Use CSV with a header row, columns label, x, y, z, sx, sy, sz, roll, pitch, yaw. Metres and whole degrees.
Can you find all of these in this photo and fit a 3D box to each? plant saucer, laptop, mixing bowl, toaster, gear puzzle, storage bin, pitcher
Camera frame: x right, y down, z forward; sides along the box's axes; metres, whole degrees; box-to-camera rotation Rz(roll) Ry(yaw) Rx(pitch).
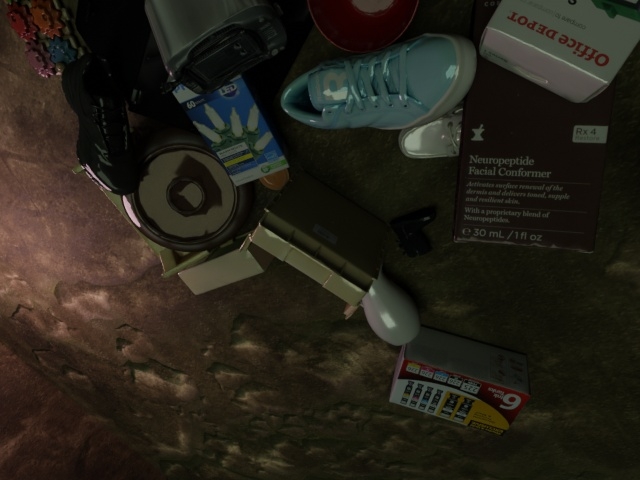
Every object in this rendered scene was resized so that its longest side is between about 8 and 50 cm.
label,x,y,z,sx,sy,sz,roll,pitch,yaw
plant saucer,-0.113,-0.157,1.005,0.083,0.013,0.084,11,128,14
laptop,-0.267,-0.452,0.849,0.407,0.236,0.382,15,135,-27
mixing bowl,0.077,-0.411,0.692,0.181,0.098,0.182,10,127,14
toaster,-0.175,-0.341,0.672,0.227,0.129,0.147,-26,82,13
gear puzzle,-0.642,-0.528,0.916,0.175,0.044,0.339,4,126,22
storage bin,0.000,0.000,0.920,0.262,0.260,0.123,33,125,-4
plant saucer,-0.313,-0.110,0.998,0.310,0.050,0.311,-4,110,-10
pitcher,0.147,0.161,1.081,0.207,0.125,0.177,56,146,-8

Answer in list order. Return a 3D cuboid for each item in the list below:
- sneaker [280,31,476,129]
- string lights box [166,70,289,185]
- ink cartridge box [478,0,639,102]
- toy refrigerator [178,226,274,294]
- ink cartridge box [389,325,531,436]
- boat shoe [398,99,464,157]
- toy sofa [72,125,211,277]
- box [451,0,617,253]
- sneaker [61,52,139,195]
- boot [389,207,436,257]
label,x,y,z,sx,sy,sz,roll,pitch,yaw
sneaker,0.064,-0.238,0.690,0.366,0.150,0.135,3,105,54
string lights box,-0.175,-0.245,0.859,0.133,0.077,0.260,-18,136,11
ink cartridge box,0.320,-0.304,0.506,0.160,0.092,0.219,31,102,11
toy refrigerator,-0.257,0.055,1.159,0.269,0.102,0.094,-20,115,32
ink cartridge box,0.358,0.397,1.151,0.309,0.130,0.272,14,129,11
boat shoe,0.271,-0.201,0.770,0.277,0.096,0.098,-11,119,27
toy sofa,-0.433,-0.100,1.106,0.150,0.177,0.363,-29,112,8
box,0.313,-0.180,0.638,0.191,0.143,0.382,4,95,15
sneaker,-0.435,-0.232,0.853,0.130,0.109,0.286,-4,107,48
boot,0.223,-0.014,0.959,0.121,0.045,0.099,-17,114,38
